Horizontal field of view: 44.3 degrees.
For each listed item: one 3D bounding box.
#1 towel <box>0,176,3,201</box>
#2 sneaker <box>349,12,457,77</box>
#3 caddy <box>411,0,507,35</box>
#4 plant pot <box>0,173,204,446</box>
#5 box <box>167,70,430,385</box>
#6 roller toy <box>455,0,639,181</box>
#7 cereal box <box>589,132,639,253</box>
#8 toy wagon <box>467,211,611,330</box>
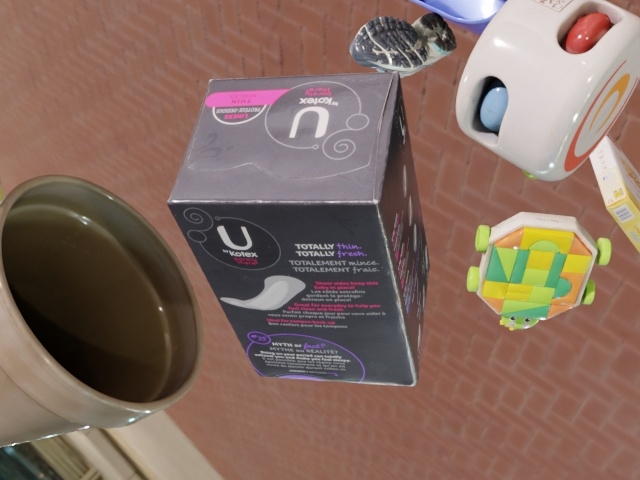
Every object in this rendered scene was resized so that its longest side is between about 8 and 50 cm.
[{"bbox_3d":[-0.634,-0.087,1.471,0.009,0.083,0.060,14,112,40],"label":"towel"},{"bbox_3d":[0.141,-0.339,1.461,0.122,0.283,0.110,-36,79,42],"label":"sneaker"},{"bbox_3d":[0.278,-0.539,1.496,0.341,0.241,0.179,35,-166,29],"label":"caddy"},{"bbox_3d":[-0.359,0.121,1.005,0.280,0.323,0.323,-32,106,23],"label":"plant pot"},{"bbox_3d":[0.000,0.000,0.692,0.165,0.143,0.270,1,143,14],"label":"box"},{"bbox_3d":[0.245,-0.177,0.849,0.146,0.209,0.191,36,-164,23],"label":"roller toy"},{"bbox_3d":[0.551,-0.087,1.423,0.047,0.240,0.173,-31,122,28],"label":"cereal box"},{"bbox_3d":[0.453,0.087,1.683,0.267,0.068,0.344,6,131,4],"label":"toy wagon"}]
